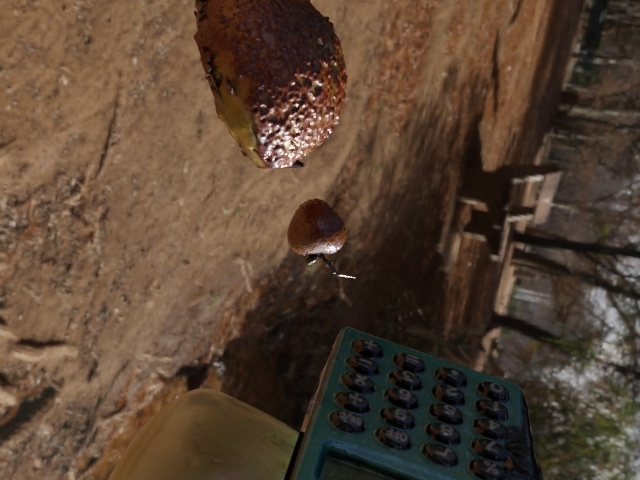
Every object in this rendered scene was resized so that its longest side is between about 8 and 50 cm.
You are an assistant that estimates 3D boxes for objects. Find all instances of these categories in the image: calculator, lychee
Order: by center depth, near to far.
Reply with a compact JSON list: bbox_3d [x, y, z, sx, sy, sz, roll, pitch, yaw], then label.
[{"bbox_3d":[0.106,0.212,0.815,0.274,0.248,0.058,-67,175,-53],"label":"calculator"},{"bbox_3d":[0.000,-0.006,1.398,0.101,0.114,0.140,108,-31,-61],"label":"lychee"}]

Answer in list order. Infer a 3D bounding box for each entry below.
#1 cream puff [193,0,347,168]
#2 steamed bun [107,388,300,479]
[{"bbox_3d":[-0.071,-0.288,1.335,0.350,0.229,0.350,-14,90,-85],"label":"cream puff"},{"bbox_3d":[-0.103,0.279,0.828,0.273,0.232,0.166,-50,159,-43],"label":"steamed bun"}]
